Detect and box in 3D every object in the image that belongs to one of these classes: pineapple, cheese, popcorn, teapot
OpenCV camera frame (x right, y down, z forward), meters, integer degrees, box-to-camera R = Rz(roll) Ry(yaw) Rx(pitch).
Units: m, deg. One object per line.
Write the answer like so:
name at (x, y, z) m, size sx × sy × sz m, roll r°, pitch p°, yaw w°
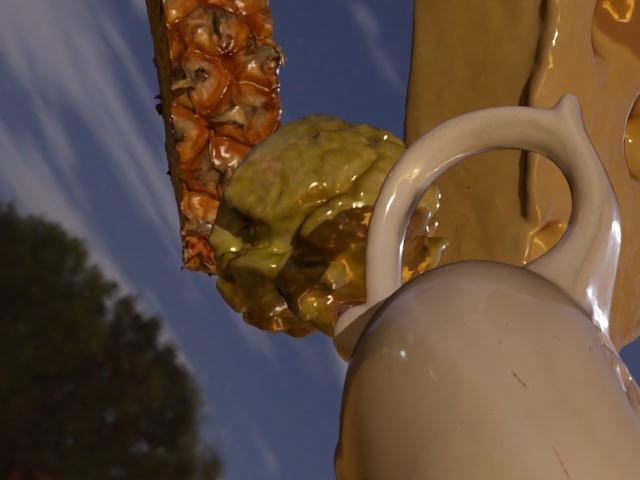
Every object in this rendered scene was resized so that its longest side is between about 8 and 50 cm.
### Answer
pineapple at (-0.065, -0.096, 1.153) m, size 0.135 × 0.079 × 0.233 m, roll 125°, pitch -41°, yaw -79°
cheese at (0.157, -0.126, 1.072) m, size 0.104 × 0.384 × 0.384 m, roll 9°, pitch -40°, yaw 35°
popcorn at (0.000, 0.000, 0.853) m, size 0.120 × 0.106 × 0.116 m, roll -3°, pitch -60°, yaw 33°
teapot at (0.090, 0.087, 0.644) m, size 0.298 × 0.139 × 0.204 m, roll 64°, pitch 12°, yaw 20°
